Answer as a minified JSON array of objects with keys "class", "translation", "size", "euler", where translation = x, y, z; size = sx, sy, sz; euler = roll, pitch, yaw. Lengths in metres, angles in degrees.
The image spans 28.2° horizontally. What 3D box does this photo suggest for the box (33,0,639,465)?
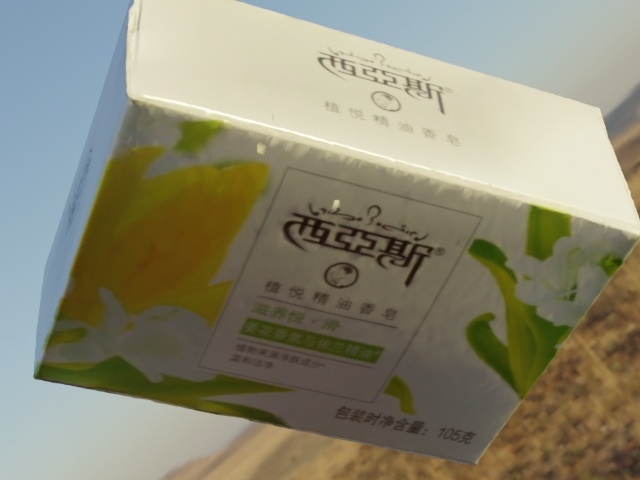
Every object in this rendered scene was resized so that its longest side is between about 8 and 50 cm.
[{"class":"box","translation":[0.000,0.000,0.663],"size":[0.111,0.260,0.194],"euler":[-92,21,-49]}]
